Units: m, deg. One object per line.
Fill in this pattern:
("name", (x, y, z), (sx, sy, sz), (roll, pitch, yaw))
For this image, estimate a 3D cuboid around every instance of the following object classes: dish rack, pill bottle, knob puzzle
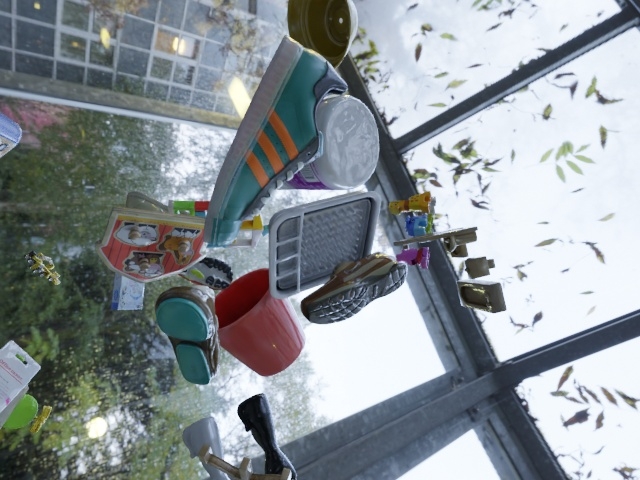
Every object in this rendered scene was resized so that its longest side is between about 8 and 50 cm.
("dish rack", (0.000, 0.000, 1.091), (0.072, 0.333, 0.285), (47, -36, 43))
("pill bottle", (-0.046, -0.186, 0.815), (0.302, 0.169, 0.169), (8, -82, 44))
("knob puzzle", (-0.300, 0.025, 0.726), (0.213, 0.213, 0.029), (-53, -134, 36))

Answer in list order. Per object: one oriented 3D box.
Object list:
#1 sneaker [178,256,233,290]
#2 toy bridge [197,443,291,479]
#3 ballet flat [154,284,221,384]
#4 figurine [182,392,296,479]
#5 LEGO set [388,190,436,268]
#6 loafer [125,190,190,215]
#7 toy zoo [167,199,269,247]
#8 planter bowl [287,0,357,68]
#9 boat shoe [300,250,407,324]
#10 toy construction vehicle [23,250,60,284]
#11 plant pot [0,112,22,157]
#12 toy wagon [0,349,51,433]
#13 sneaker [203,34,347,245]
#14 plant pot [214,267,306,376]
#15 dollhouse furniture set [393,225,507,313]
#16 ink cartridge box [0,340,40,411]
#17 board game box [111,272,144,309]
("sneaker", (-0.388, 0.070, 1.138), (0.118, 0.279, 0.107), (-24, -144, 49))
("toy bridge", (-0.143, 0.446, 0.776), (0.188, 0.026, 0.063), (11, -53, 11))
("ballet flat", (-0.257, 0.173, 0.835), (0.342, 0.116, 0.124), (93, 5, -45))
("figurine", (-0.187, 0.500, 0.933), (0.209, 0.215, 0.092), (58, -33, 28))
("LEGO set", (0.206, -0.047, 0.924), (0.093, 0.227, 0.087), (-2, -47, 25))
("loafer", (-0.531, -0.069, 1.357), (0.102, 0.269, 0.091), (-28, -138, 56))
("toy zoo", (-0.291, -0.043, 1.197), (0.192, 0.294, 0.030), (106, -20, -51))
("planter bowl", (0.022, -0.519, 0.953), (0.217, 0.090, 0.217), (31, -45, 36))
("boat shoe", (0.084, 0.120, 1.088), (0.120, 0.324, 0.122), (45, -37, 40))
("toy construction vehicle", (-0.686, 0.064, 0.995), (0.086, 0.035, 0.098), (36, -20, 23))
("plant pot", (-0.627, -0.190, 0.581), (0.212, 0.236, 0.236), (48, -10, -3))
("toy wagon", (-0.848, 0.381, 0.974), (0.068, 0.344, 0.267), (-28, -146, 42))
("sneaker", (-0.062, -0.117, 0.556), (0.302, 0.121, 0.108), (-64, -165, 5))
("plant pot", (-0.187, 0.260, 1.218), (0.275, 0.275, 0.243), (-4, -55, 49))
("dollhouse furniture set", (0.229, 0.060, 0.732), (0.144, 0.123, 0.151), (163, -85, -82))
("ink cartridge box", (-0.745, 0.328, 0.898), (0.062, 0.181, 0.104), (-20, -65, 19))
("board game box", (-0.440, 0.113, 0.921), (0.020, 0.090, 0.089), (2, -99, 9))
